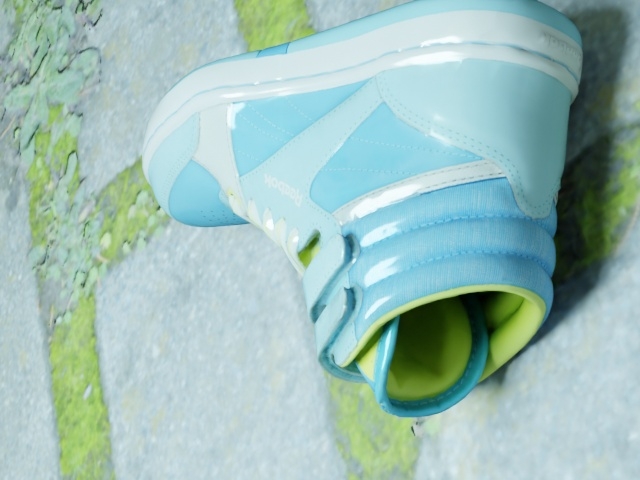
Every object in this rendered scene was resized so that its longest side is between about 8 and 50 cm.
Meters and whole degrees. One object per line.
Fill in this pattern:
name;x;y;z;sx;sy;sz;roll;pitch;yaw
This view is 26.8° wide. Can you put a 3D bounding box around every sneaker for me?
sneaker;0.000;0.000;0.750;0.319;0.127;0.208;-15;65;47
